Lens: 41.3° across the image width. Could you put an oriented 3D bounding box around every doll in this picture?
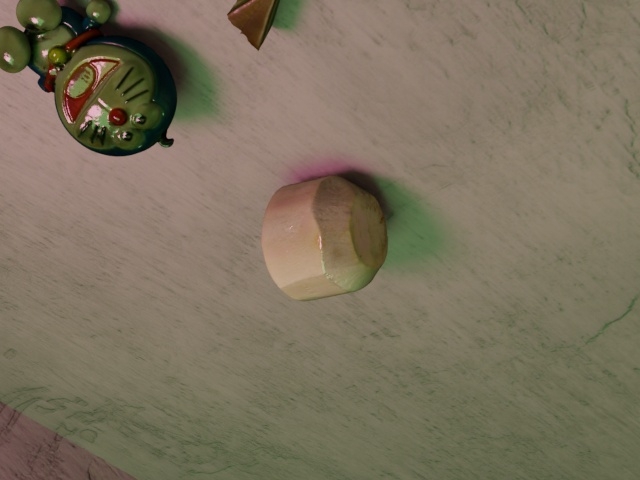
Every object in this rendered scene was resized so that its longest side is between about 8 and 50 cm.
[{"bbox_3d":[-0.368,-0.269,1.416,0.198,0.186,0.322,-41,97,15],"label":"doll"}]

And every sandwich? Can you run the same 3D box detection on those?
[{"bbox_3d":[-0.069,-0.352,1.275,0.116,0.074,0.074,-21,125,37],"label":"sandwich"}]

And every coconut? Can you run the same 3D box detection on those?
[{"bbox_3d":[-0.001,-0.004,1.551,0.241,0.241,0.241,12,141,10],"label":"coconut"}]
